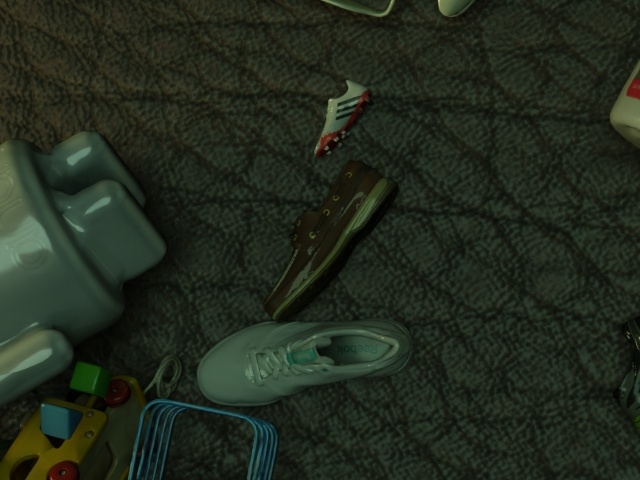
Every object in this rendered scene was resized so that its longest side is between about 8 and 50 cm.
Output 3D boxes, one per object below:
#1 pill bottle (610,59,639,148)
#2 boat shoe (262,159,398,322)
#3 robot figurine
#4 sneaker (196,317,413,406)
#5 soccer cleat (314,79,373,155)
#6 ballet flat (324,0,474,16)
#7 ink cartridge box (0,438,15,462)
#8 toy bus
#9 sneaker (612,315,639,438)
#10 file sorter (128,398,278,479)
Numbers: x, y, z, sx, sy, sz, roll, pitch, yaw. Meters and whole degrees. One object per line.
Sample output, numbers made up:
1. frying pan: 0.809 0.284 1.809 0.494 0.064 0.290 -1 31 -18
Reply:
1. pill bottle: 0.416 -0.204 1.747 0.176 0.176 0.319 30 90 7
2. boat shoe: 0.000 0.000 1.836 0.060 0.064 0.178 37 84 12
3. robot figurine: -0.325 0.039 1.795 0.353 0.200 0.300 -31 45 3
4. sneaker: -0.020 0.110 1.813 0.212 0.094 0.080 -12 87 5
5. soccer cleat: 0.016 -0.119 1.858 0.035 0.029 0.083 37 87 16
6. ballet flat: 0.081 -0.277 1.829 0.342 0.116 0.124 1 107 6
7. ink cartridge box: -0.415 0.228 1.814 0.212 0.154 0.093 6 89 5
8. toy bus: -0.237 0.196 1.804 0.104 0.202 0.191 13 97 24
9. sneaker: 0.317 0.160 1.798 0.078 0.067 0.188 -5 87 27
10. file sorter: -0.107 0.209 1.779 0.118 0.170 0.105 11 84 6
